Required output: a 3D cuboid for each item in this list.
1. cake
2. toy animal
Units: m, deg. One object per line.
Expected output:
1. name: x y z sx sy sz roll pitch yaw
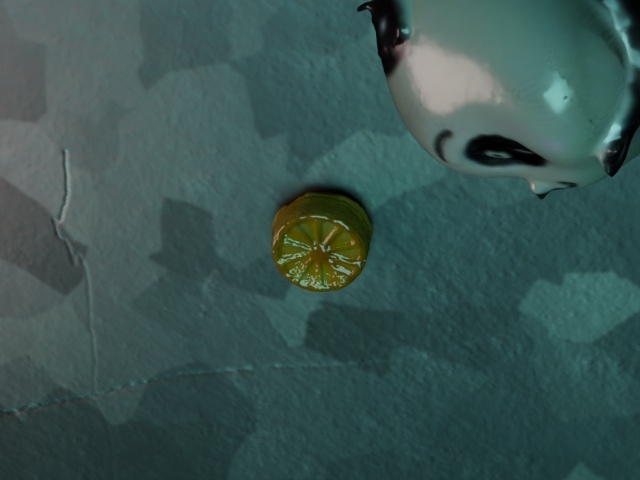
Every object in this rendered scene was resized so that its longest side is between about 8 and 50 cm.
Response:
1. cake: 0.000 0.000 1.421 0.084 0.044 0.084 4 122 6
2. toy animal: 0.189 -0.160 1.199 0.309 0.251 0.251 -20 116 18
